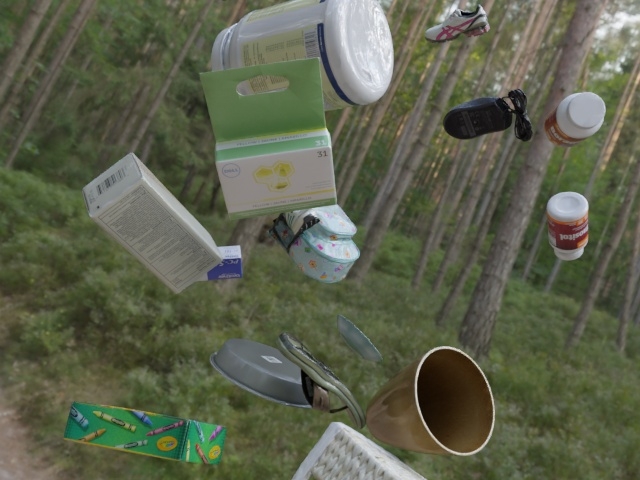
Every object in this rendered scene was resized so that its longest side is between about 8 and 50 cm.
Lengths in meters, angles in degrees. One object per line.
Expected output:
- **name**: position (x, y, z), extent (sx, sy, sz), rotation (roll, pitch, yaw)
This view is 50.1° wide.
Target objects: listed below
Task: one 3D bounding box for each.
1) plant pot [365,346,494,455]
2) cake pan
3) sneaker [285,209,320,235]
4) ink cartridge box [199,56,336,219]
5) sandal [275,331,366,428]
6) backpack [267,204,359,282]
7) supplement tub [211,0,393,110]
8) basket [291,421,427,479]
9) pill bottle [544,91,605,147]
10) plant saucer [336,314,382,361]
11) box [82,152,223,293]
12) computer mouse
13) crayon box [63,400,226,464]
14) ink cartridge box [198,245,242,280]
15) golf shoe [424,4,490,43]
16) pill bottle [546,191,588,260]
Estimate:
- **plant pot**: position (0.228, 0.393, 1.587), extent (0.237, 0.237, 0.254), rotation (29, -36, -22)
- **cake pan**: position (-0.124, 0.316, 1.668), extent (0.293, 0.054, 0.293), rotation (22, 4, -1)
- **sneaker**: position (-0.047, -0.053, 1.352), extent (0.075, 0.057, 0.161), rotation (59, -7, 0)
- **ink cartridge box**: position (-0.070, -0.139, 0.993), extent (0.171, 0.056, 0.235), rotation (-8, -42, -1)
- **sandal**: position (-0.009, 0.317, 1.508), extent (0.303, 0.086, 0.120), rotation (46, -4, -24)
- **backpack**: position (0.000, 0.000, 1.558), extent (0.166, 0.144, 0.188), rotation (2, 48, -49)
- **supplement tub**: position (-0.039, -0.377, 1.419), extent (0.325, 0.235, 0.235), rotation (-3, -23, 33)
- **basket**: position (0.102, 0.606, 1.360), extent (0.331, 0.328, 0.266), rotation (40, -10, -31)
- **pill bottle**: position (0.685, -0.326, 1.841), extent (0.121, 0.121, 0.216), rotation (24, 0, 6)
- **plant saucer**: position (0.107, 0.306, 2.073), extent (0.195, 0.037, 0.195), rotation (45, -12, 12)
- **box**: position (-0.373, -0.032, 1.551), extent (0.311, 0.148, 0.121), rotation (54, 0, -44)
- **computer mouse**: position (0.523, -0.388, 2.153), extent (0.272, 0.072, 0.188), rotation (-4, -49, 28)
- **crayon box**: position (-0.356, 0.395, 1.404), extent (0.279, 0.081, 0.165), rotation (3, -18, 20)
- **ink cartridge box**: position (-0.315, 0.065, 1.832), extent (0.207, 0.046, 0.097), rotation (-5, -36, -7)
- **golf shoe**: position (0.380, -0.612, 1.933), extent (0.186, 0.067, 0.086), rotation (-6, -57, 29)
- **pill bottle**: position (0.551, -0.028, 1.524), extent (0.086, 0.086, 0.152), rotation (20, -32, 35)
